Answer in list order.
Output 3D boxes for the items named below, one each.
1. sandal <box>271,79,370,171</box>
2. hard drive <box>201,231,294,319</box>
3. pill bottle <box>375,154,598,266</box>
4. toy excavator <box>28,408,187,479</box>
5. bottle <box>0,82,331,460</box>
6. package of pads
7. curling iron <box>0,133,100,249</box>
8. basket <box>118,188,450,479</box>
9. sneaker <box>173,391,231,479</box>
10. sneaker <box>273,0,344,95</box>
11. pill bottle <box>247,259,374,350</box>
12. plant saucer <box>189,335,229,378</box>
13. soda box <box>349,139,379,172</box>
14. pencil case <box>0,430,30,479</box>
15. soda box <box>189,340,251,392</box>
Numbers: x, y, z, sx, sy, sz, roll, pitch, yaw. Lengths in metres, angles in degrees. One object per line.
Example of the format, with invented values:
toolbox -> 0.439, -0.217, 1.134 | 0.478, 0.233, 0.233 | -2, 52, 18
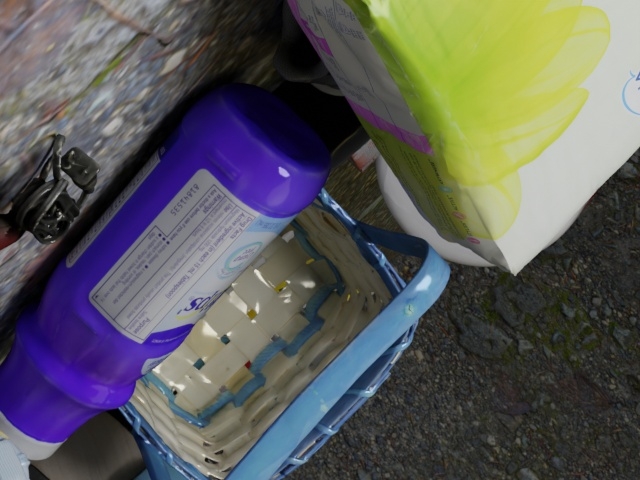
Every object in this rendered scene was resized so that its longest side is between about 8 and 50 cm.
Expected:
sandal -> 0.051, -0.141, 0.961 | 0.254, 0.097, 0.054 | -47, 147, 12
hard drive -> -0.095, 0.038, 1.381 | 0.210, 0.040, 0.318 | -44, 174, -11
pill bottle -> 0.215, -0.108, 1.619 | 0.229, 0.229, 0.408 | -47, 174, 16
toy excavator -> -0.189, 0.406, 1.283 | 0.433, 0.445, 0.222 | -49, 172, 34
bottle -> -0.115, 0.026, 0.904 | 0.283, 0.092, 0.118 | -47, 175, 18
package of pads -> 0.113, -0.133, 0.781 | 0.229, 0.101, 0.296 | -46, 143, -5
curling iron -> -0.166, -0.007, 0.603 | 0.068, 0.035, 0.274 | -51, 174, 15
basket -> -0.048, 0.079, 1.055 | 0.255, 0.201, 0.289 | -45, -154, -8
sneaker -> -0.159, 0.234, 1.745 | 0.101, 0.153, 0.268 | -48, 174, 19
sneaker -> 0.058, -0.167, 0.829 | 0.228, 0.086, 0.132 | -46, 172, 20
pill bottle -> -0.041, 0.089, 1.734 | 0.208, 0.119, 0.119 | -45, 174, -9
plant saucer -> -0.128, 0.112, 1.382 | 0.067, 0.018, 0.192 | -45, 175, 0
soda box -> 0.027, -0.103, 1.147 | 0.058, 0.063, 0.183 | -46, 175, 1
pencil case -> -0.264, 0.205, 0.959 | 0.124, 0.113, 0.273 | -6, 158, -18
soda box -> -0.094, 0.148, 1.529 | 0.092, 0.083, 0.263 | -44, -164, -9
